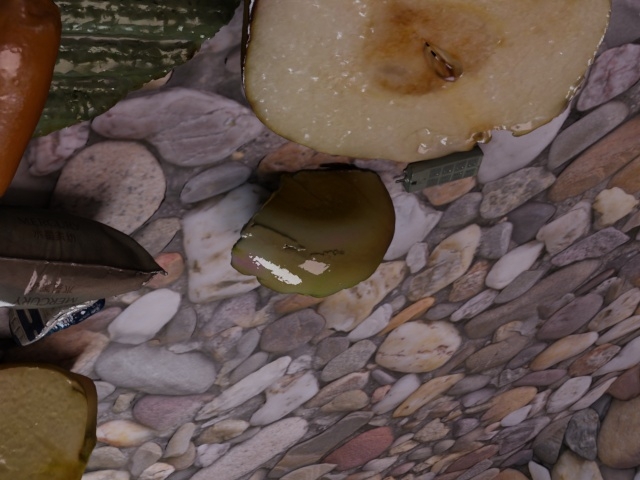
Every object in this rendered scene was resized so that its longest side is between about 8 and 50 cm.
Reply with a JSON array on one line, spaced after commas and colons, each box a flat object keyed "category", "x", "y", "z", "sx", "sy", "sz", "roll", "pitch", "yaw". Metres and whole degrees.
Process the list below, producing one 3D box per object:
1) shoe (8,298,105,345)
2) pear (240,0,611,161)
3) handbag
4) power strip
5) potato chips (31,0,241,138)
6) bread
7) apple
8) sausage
[{"category": "shoe", "x": -0.333, "y": 0.086, "z": 1.285, "sx": 0.143, "sy": 0.064, "sz": 0.071, "roll": -30, "pitch": 159, "yaw": 7}, {"category": "pear", "x": 0.079, "y": -0.241, "z": 0.944, "sx": 0.340, "sy": 0.191, "sz": 0.386, "roll": -20, "pitch": 151, "yaw": 17}, {"category": "handbag", "x": -0.332, "y": 0.018, "z": 1.124, "sx": 0.270, "sy": 0.117, "sz": 0.182, "roll": 7, "pitch": 176, "yaw": -42}, {"category": "power strip", "x": 0.168, "y": -0.098, "z": 1.421, "sx": 0.136, "sy": 0.019, "sz": 0.051, "roll": -15, "pitch": 148, "yaw": -19}, {"category": "potato chips", "x": -0.245, "y": -0.224, "z": 0.890, "sx": 0.429, "sy": 0.070, "sz": 0.358, "roll": -9, "pitch": 142, "yaw": -27}, {"category": "bread", "x": -0.007, "y": 0.007, "z": 1.315, "sx": 0.261, "sy": 0.156, "sz": 0.158, "roll": -4, "pitch": 140, "yaw": -31}, {"category": "apple", "x": -0.433, "y": 0.311, "z": 1.341, "sx": 0.252, "sy": 0.309, "sz": 0.314, "roll": 8, "pitch": 165, "yaw": 10}, {"category": "sausage", "x": -0.288, "y": -0.118, "z": 0.863, "sx": 0.098, "sy": 0.098, "sz": 0.238, "roll": 1, "pitch": 135, "yaw": -37}]
